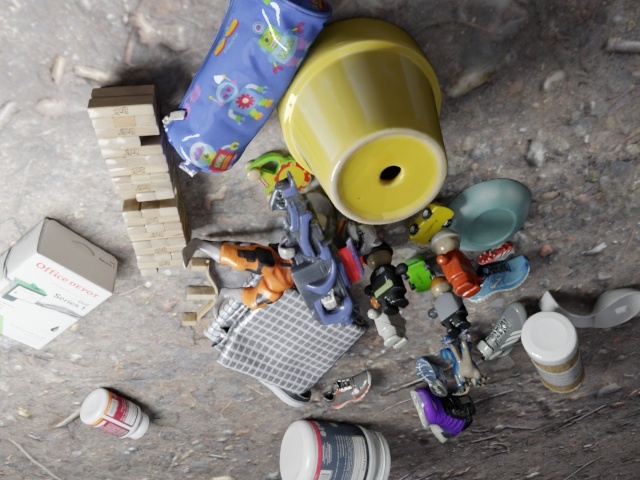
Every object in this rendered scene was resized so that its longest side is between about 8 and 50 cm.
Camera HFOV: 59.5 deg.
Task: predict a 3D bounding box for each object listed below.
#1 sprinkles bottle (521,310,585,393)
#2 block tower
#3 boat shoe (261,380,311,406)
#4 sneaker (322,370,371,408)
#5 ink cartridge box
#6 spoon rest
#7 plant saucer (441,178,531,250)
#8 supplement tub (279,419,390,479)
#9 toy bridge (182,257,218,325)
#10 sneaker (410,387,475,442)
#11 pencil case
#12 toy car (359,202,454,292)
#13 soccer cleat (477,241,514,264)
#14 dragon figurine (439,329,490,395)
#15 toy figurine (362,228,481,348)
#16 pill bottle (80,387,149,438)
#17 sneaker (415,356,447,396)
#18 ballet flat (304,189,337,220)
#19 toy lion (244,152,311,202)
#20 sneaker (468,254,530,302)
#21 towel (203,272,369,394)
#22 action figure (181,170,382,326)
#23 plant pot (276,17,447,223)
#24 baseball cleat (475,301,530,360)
[{"bbox_3d":[0.590,0.289,1.405,0.121,0.121,0.355,-27,144,13],"label":"sprinkles bottle"},{"bbox_3d":[-0.280,-0.092,0.911,0.097,0.091,0.335,-5,134,-7],"label":"block tower"},{"bbox_3d":[-0.080,0.333,1.375,0.076,0.080,0.228,-31,124,18],"label":"boat shoe"},{"bbox_3d":[0.066,0.390,1.470,0.065,0.061,0.158,32,118,-28],"label":"sneaker"},{"bbox_3d":[-0.507,0.084,1.022,0.219,0.092,0.160,-34,131,19],"label":"ink cartridge box"},{"bbox_3d":[0.684,0.172,1.390,0.276,0.084,0.137,1,132,-13],"label":"spoon rest"},{"bbox_3d":[0.344,-0.038,1.145,0.195,0.037,0.195,-7,135,-7],"label":"plant saucer"},{"bbox_3d":[0.039,0.615,1.582,0.272,0.191,0.191,15,128,-25],"label":"supplement tub"},{"bbox_3d":[-0.244,0.107,1.152,0.063,0.026,0.188,3,132,-19],"label":"toy bridge"},{"bbox_3d":[0.360,0.474,1.595,0.146,0.102,0.293,-28,139,10],"label":"sneaker"},{"bbox_3d":[-0.115,-0.235,0.793,0.133,0.119,0.306,11,129,-40],"label":"pencil case"},{"bbox_3d":[0.178,0.028,1.157,0.239,0.053,0.225,-25,134,12],"label":"toy car"},{"bbox_3d":[0.386,0.034,1.228,0.083,0.029,0.035,-31,128,10],"label":"soccer cleat"},{"bbox_3d":[0.364,0.314,1.446,0.085,0.144,0.289,-19,153,3],"label":"dragon figurine"},{"bbox_3d":[0.189,0.093,1.091,0.213,0.148,0.209,-14,140,-3],"label":"toy figurine"},{"bbox_3d":[-0.491,0.423,1.351,0.086,0.086,0.152,-30,132,15],"label":"pill bottle"},{"bbox_3d":[0.299,0.355,1.501,0.052,0.058,0.135,-16,118,36],"label":"sneaker"},{"bbox_3d":[0.000,0.000,1.095,0.084,0.058,0.249,-6,129,7],"label":"ballet flat"},{"bbox_3d":[-0.068,-0.116,0.982,0.096,0.034,0.100,-32,131,8],"label":"toy lion"},{"bbox_3d":[0.389,0.080,1.249,0.162,0.063,0.073,-33,128,18],"label":"sneaker"},{"bbox_3d":[-0.068,0.194,1.190,0.284,0.121,0.235,30,110,-33],"label":"towel"},{"bbox_3d":[-0.062,0.002,0.967,0.330,0.178,0.341,-11,130,2],"label":"action figure"},{"bbox_3d":[0.073,-0.159,0.828,0.254,0.239,0.254,-7,134,-8],"label":"plant pot"},{"bbox_3d":[0.449,0.239,1.393,0.109,0.072,0.206,-22,138,-22],"label":"baseball cleat"}]
